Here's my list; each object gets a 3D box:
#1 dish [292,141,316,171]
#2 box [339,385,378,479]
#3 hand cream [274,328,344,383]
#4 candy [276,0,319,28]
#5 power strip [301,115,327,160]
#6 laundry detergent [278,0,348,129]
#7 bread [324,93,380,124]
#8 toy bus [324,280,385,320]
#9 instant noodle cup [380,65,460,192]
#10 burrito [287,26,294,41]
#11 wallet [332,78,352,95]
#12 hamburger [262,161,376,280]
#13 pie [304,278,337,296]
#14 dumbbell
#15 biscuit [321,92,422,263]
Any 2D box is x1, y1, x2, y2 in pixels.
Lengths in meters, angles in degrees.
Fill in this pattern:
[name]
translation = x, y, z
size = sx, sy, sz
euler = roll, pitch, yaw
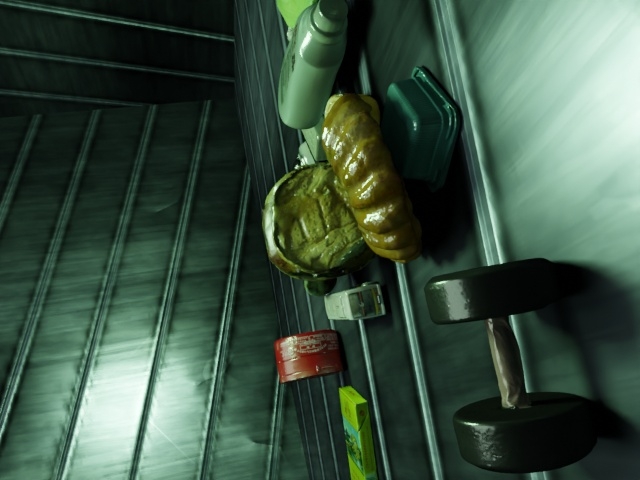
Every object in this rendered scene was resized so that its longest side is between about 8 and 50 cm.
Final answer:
[dish]
translation = -0.050, -0.226, 1.640
size = 0.141, 0.078, 0.141
euler = -25, -90, -87
[box]
translation = 0.121, 0.636, 1.632
size = 0.187, 0.047, 0.334
euler = 176, 86, -78
[hand cream]
translation = -0.040, 0.389, 1.783
size = 0.230, 0.230, 0.149
euler = 123, 138, -71
[candy]
translation = -0.031, -0.653, 1.304
size = 0.142, 0.132, 0.343
euler = 39, 168, -3
[power strip]
translation = -0.024, -0.357, 1.609
size = 0.288, 0.053, 0.093
euler = -112, 18, -44
[laundry detergent]
translation = -0.015, -0.454, 1.270
size = 0.398, 0.125, 0.263
euler = 136, 139, -74
[bread]
translation = 0.063, -0.258, 1.157
size = 0.149, 0.073, 0.122
euler = 26, 116, 57
[toy bus]
translation = 0.082, 0.159, 1.349
size = 0.268, 0.106, 0.092
euler = 146, 114, -76
[instant noodle cup]
translation = 0.155, -0.186, 0.887
size = 0.179, 0.070, 0.157
euler = -109, 18, -44
[burrito]
translation = -0.059, -0.609, 1.583
size = 0.203, 0.064, 0.064
euler = -121, 25, -59
[wallet]
translation = 0.058, -0.279, 1.339
size = 0.222, 0.036, 0.167
euler = 103, 154, -63
[hamburger]
translation = 0.006, -0.043, 1.217
size = 0.134, 0.285, 0.265
euler = 62, -163, -75
[pie]
translation = 0.001, 0.006, 1.431
size = 0.302, 0.067, 0.302
euler = 4, -90, -72
[dumbbell]
translation = 0.217, 0.139, 0.622
size = 0.152, 0.153, 0.218
euler = 139, 122, -75
[biscuit]
translation = 0.086, -0.107, 0.959
size = 0.326, 0.107, 0.325
euler = -21, -90, -84
